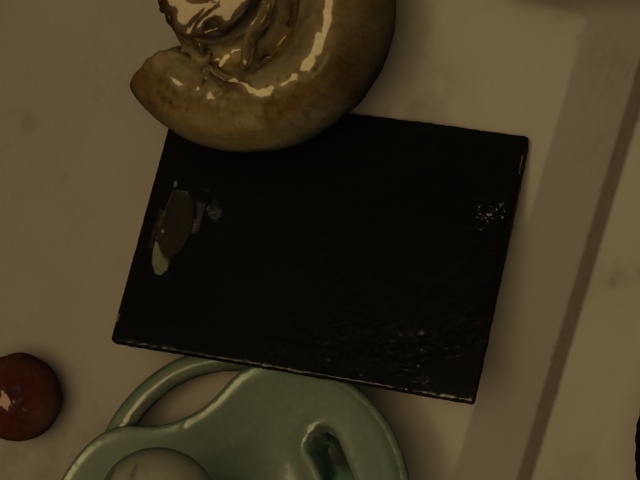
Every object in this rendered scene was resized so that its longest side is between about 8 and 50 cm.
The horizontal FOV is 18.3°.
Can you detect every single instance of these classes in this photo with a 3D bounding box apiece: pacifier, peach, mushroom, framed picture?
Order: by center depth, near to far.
[{"bbox_3d":[-0.105,0.220,1.661,0.343,0.269,0.288,-26,69,9],"label":"pacifier"},{"bbox_3d":[-0.036,-0.186,1.683,0.189,0.195,0.253,27,97,12],"label":"mushroom"},{"bbox_3d":[0.000,0.000,1.721,0.324,0.013,0.244,8,70,15],"label":"framed picture"},{"bbox_3d":[-0.275,0.142,1.802,0.083,0.083,0.083,0,89,15],"label":"peach"}]

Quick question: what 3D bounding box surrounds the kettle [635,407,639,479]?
[{"bbox_3d":[0.412,0.163,1.549,0.321,0.228,0.324,36,90,14],"label":"kettle"}]
